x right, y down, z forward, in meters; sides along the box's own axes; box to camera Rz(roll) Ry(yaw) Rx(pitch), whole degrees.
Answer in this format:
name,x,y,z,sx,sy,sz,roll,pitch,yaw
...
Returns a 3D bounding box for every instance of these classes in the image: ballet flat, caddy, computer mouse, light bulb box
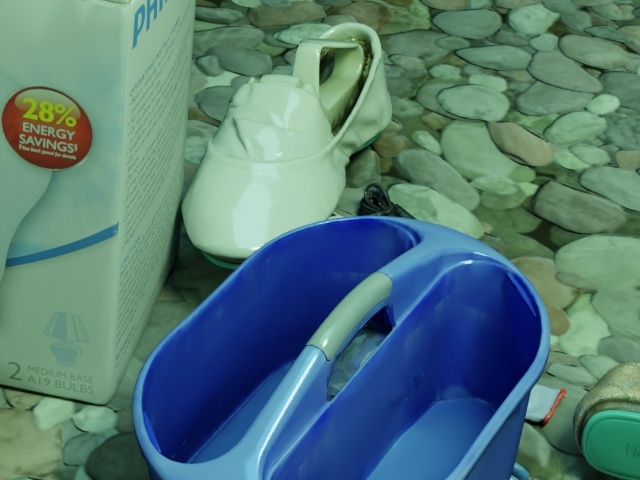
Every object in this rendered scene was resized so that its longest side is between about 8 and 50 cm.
name,x,y,z,sx,sy,sz,roll,pitch,yaw
ballet flat,0.354,0.161,1.213,0.316,0.107,0.106,20,29,11
caddy,0.019,0.111,1.132,0.241,0.179,0.341,21,42,23
computer mouse,0.000,0.000,1.423,0.193,0.042,0.106,-12,38,-29
ballet flat,-0.026,-0.107,1.437,0.139,0.139,0.400,16,27,12
light bulb box,-0.295,-0.105,1.239,0.358,0.361,0.225,10,35,4

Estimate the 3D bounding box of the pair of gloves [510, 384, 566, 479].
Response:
name,x,y,z,sx,sy,sz,roll,pitch,yaw
pair of gloves,0.104,0.140,1.263,0.159,0.023,0.198,18,36,14
